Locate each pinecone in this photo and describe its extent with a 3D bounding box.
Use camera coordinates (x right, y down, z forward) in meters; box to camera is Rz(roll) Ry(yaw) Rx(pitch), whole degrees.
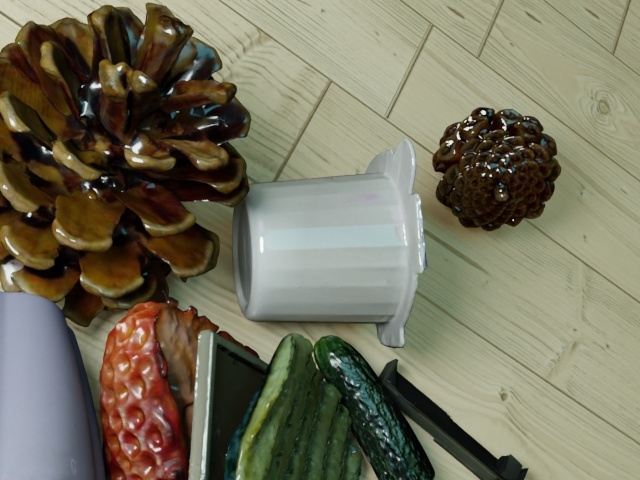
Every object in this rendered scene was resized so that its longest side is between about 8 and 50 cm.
[{"bbox_3d":[0.273,-0.120,1.420,0.208,0.208,0.207,11,64,-24],"label":"pinecone"},{"bbox_3d":[-0.223,-0.105,1.019,0.385,0.384,0.384,11,64,-24],"label":"pinecone"}]

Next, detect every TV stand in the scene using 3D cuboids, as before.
[{"bbox_3d":[0.188,0.269,1.283,0.256,0.040,0.049,41,56,-7],"label":"TV stand"}]

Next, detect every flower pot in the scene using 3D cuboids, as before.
[{"bbox_3d":[-0.351,0.189,0.910,0.265,0.265,0.243,7,54,-26],"label":"flower pot"}]

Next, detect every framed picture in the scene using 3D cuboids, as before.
[{"bbox_3d":[-0.067,0.256,1.033,0.315,0.024,0.231,47,40,-60],"label":"framed picture"}]

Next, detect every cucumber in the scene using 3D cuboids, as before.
[{"bbox_3d":[0.068,0.232,1.214,0.074,0.074,0.241,-26,83,-34],"label":"cucumber"}]

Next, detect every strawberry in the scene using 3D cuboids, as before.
[{"bbox_3d":[-0.175,0.218,0.995,0.280,0.150,0.253,49,38,-55],"label":"strawberry"}]

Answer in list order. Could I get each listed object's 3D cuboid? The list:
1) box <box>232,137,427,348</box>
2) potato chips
[{"bbox_3d":[0.000,0.000,1.162,0.206,0.291,0.262,-4,47,-15],"label":"box"},{"bbox_3d":[-0.012,0.322,1.001,0.429,0.070,0.358,-80,150,-45],"label":"potato chips"}]
